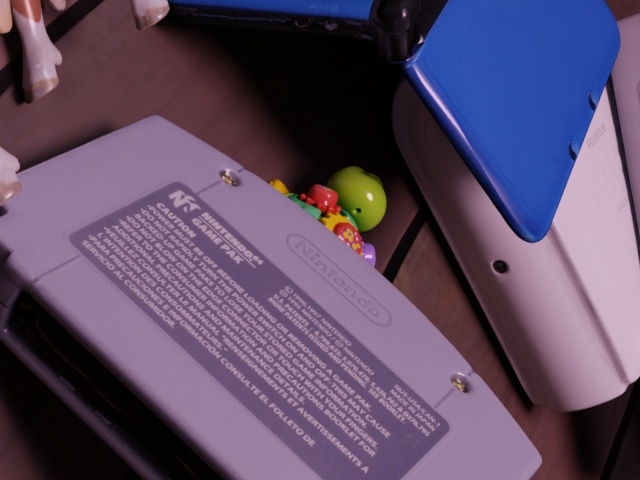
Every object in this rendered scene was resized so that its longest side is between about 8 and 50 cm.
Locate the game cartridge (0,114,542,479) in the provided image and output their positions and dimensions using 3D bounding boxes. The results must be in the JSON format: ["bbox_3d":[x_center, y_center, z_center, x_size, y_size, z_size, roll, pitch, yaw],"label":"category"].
[{"bbox_3d":[-0.033,0.060,0.726,0.297,0.062,0.198,42,32,12],"label":"game cartridge"}]

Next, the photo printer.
[{"bbox_3d":[0.183,-0.055,1.118,0.307,0.107,0.256,62,36,-11],"label":"photo printer"}]

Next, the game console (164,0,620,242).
[{"bbox_3d":[0.063,-0.156,0.971,0.293,0.250,0.173,-59,150,-48],"label":"game console"}]

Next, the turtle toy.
[{"bbox_3d":[0.000,0.000,0.889,0.095,0.066,0.130,55,38,-20],"label":"turtle toy"}]

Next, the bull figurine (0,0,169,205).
[{"bbox_3d":[-0.197,-0.122,0.667,0.188,0.101,0.310,57,40,-23],"label":"bull figurine"}]

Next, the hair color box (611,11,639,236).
[{"bbox_3d":[0.352,-0.014,1.069,0.113,0.185,0.374,19,59,-50],"label":"hair color box"}]
